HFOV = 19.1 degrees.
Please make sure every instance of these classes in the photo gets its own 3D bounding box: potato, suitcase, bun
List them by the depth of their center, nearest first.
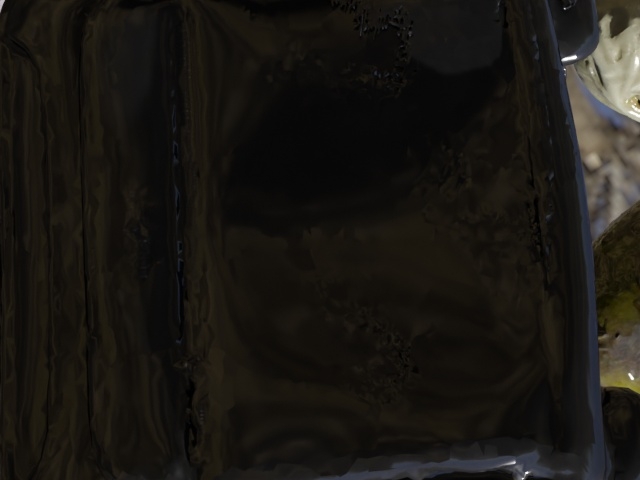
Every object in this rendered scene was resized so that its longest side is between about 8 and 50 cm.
[{"bbox_3d":[-0.016,0.021,0.969,0.339,0.345,0.188,-5,159,3],"label":"suitcase"},{"bbox_3d":[0.268,0.029,1.331,0.251,0.149,0.113,-24,-177,-12],"label":"potato"},{"bbox_3d":[0.310,-0.164,1.790,0.183,0.183,0.102,7,-106,68],"label":"bun"}]

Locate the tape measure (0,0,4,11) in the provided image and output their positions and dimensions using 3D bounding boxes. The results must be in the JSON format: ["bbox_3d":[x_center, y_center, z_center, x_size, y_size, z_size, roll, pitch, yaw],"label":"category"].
[{"bbox_3d":[-0.314,-0.315,2.045,0.236,0.120,0.197,22,-123,22],"label":"tape measure"}]
